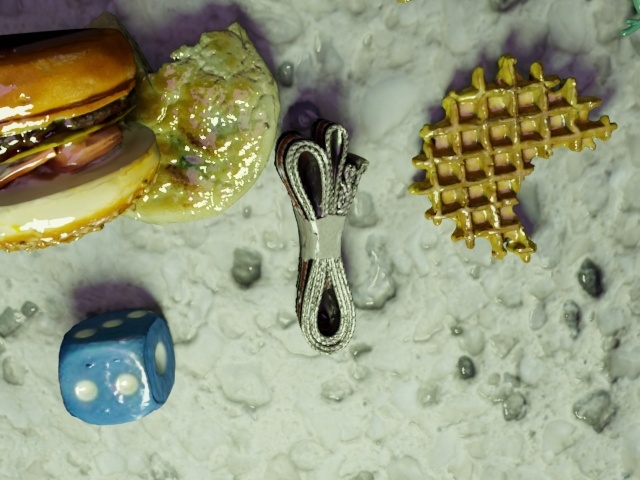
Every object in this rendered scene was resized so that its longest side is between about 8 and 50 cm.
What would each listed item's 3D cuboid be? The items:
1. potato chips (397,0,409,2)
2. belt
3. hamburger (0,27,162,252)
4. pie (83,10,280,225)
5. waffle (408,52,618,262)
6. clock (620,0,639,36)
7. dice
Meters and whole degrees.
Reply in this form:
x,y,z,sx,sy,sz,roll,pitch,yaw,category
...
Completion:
x,y,z,sx,sy,sz,roll,pitch,yaw,category
0.208,-0.375,0.841,0.203,0.026,0.037,-13,120,0,potato chips
0.000,0.000,0.901,0.126,0.094,0.360,-7,109,-18,belt
-0.336,-0.122,0.696,0.290,0.291,0.225,-8,120,0,hamburger
-0.218,-0.166,0.855,0.337,0.075,0.338,0,107,1,pie
0.272,-0.127,0.899,0.259,0.069,0.293,28,106,-8,waffle
0.523,-0.369,0.837,0.159,0.066,0.211,24,105,-8,clock
-0.314,0.195,0.922,0.146,0.146,0.143,-6,105,-1,dice
